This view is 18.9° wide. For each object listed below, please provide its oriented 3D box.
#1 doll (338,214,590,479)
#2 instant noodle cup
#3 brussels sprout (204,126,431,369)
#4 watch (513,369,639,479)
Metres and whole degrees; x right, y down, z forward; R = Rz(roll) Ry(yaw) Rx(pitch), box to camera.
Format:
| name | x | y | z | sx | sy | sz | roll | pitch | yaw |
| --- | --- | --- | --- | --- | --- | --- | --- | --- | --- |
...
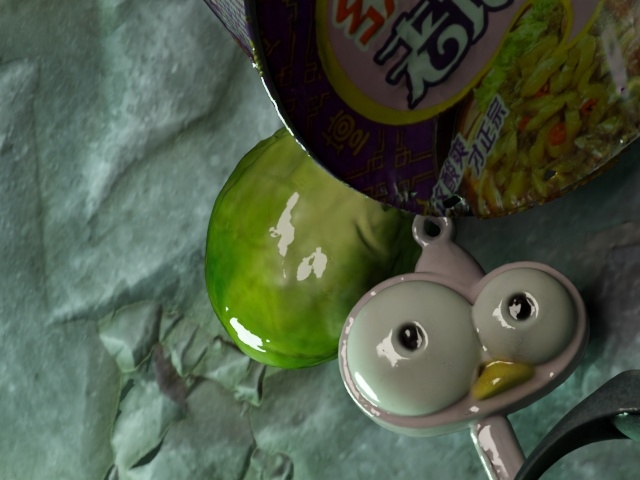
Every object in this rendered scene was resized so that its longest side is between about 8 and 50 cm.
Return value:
| name | x | y | z | sx | sy | sz | roll | pitch | yaw |
| --- | --- | --- | --- | --- | --- | --- | --- | --- | --- |
| doll | 0.116 | 0.142 | 1.150 | 0.160 | 0.094 | 0.365 | -23 | 66 | 9 |
| instant noodle cup | 0.054 | -0.209 | 1.183 | 0.266 | 0.340 | 0.339 | 38 | 106 | 56 |
| brussels sprout | -0.004 | -0.003 | 1.283 | 0.144 | 0.161 | 0.180 | 38 | 86 | 5 |
| watch | 0.188 | 0.175 | 1.037 | 0.206 | 0.068 | 0.193 | 23 | 72 | 16 |
